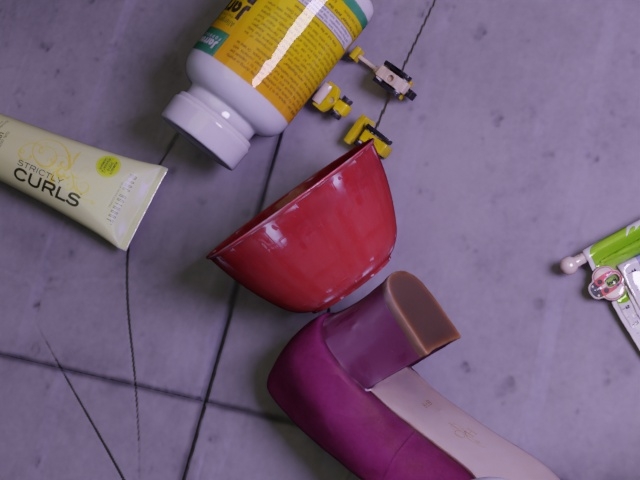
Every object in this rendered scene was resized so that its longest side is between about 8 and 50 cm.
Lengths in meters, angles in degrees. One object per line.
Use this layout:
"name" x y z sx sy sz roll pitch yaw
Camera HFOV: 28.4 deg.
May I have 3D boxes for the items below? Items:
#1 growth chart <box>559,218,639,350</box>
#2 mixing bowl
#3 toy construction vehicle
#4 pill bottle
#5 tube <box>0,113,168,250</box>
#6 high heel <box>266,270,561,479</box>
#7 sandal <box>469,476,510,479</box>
"growth chart" 0.338 0.064 1.060 0.172 0.021 0.237 -34 67 2
"mixing bowl" 0.000 0.000 1.119 0.181 0.181 0.098 -35 96 3
"toy construction vehicle" 0.047 -0.131 1.209 0.098 0.035 0.086 37 96 26
"pill bottle" -0.054 -0.174 1.203 0.117 0.117 0.208 36 86 24
"tube" -0.274 -0.075 1.272 0.240 0.062 0.070 24 121 17
"high heel" 0.097 0.222 1.058 0.181 0.127 0.377 -40 68 36
"sandal" 0.031 0.351 0.950 0.169 0.102 0.416 36 106 32
